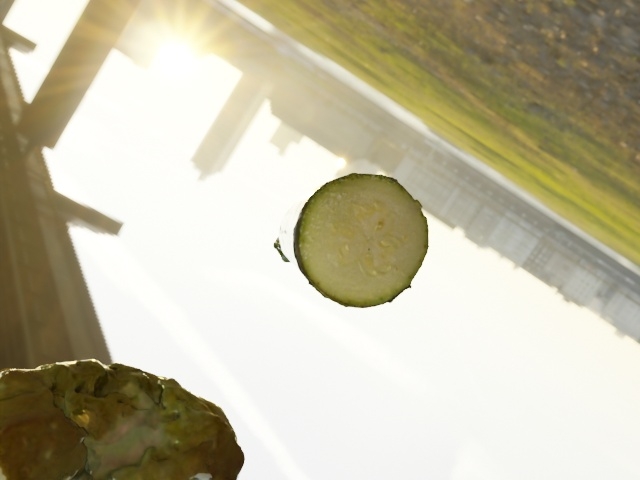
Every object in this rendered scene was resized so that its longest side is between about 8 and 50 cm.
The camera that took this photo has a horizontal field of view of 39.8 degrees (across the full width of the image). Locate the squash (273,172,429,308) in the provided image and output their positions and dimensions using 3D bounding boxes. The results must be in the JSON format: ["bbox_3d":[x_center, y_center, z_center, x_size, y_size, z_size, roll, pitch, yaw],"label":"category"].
[{"bbox_3d":[0.000,0.000,0.690,0.094,0.094,0.224,31,172,-14],"label":"squash"}]

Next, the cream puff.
[{"bbox_3d":[-0.182,0.214,0.634,0.281,0.282,0.185,28,151,-32],"label":"cream puff"}]
